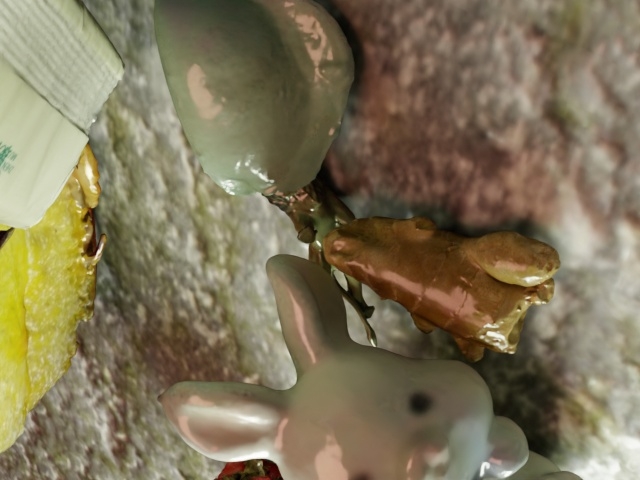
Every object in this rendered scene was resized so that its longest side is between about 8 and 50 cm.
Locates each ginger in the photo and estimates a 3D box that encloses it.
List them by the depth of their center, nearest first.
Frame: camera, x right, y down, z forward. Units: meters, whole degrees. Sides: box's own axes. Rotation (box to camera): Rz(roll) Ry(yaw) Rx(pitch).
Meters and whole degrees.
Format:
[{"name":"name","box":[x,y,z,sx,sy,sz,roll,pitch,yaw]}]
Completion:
[{"name":"ginger","box":[0.105,0.035,1.063,0.205,0.081,0.115,10,147,30]}]

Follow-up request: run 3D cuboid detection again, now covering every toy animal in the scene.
[{"name":"toy animal","box":[0.047,0.187,1.115,0.367,0.196,0.241,44,161,-29]},{"name":"toy animal","box":[0.008,0.005,1.141,0.220,0.069,0.086,65,163,-15]}]

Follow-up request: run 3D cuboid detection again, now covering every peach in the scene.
[{"name":"peach","box":[-0.394,0.026,1.306,0.353,0.339,0.417,-20,95,27]}]

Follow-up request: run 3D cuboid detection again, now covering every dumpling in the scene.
[{"name":"dumpling","box":[-0.055,-0.144,1.052,0.105,0.149,0.217,-126,14,-77]}]

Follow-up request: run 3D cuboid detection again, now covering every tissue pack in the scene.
[{"name":"tissue pack","box":[-0.338,-0.172,0.958,0.297,0.207,0.380,31,176,7]}]

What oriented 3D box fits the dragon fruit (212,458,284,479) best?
[{"name":"dragon fruit","box":[-0.062,0.340,1.411,0.205,0.210,0.268,-12,126,4]}]
